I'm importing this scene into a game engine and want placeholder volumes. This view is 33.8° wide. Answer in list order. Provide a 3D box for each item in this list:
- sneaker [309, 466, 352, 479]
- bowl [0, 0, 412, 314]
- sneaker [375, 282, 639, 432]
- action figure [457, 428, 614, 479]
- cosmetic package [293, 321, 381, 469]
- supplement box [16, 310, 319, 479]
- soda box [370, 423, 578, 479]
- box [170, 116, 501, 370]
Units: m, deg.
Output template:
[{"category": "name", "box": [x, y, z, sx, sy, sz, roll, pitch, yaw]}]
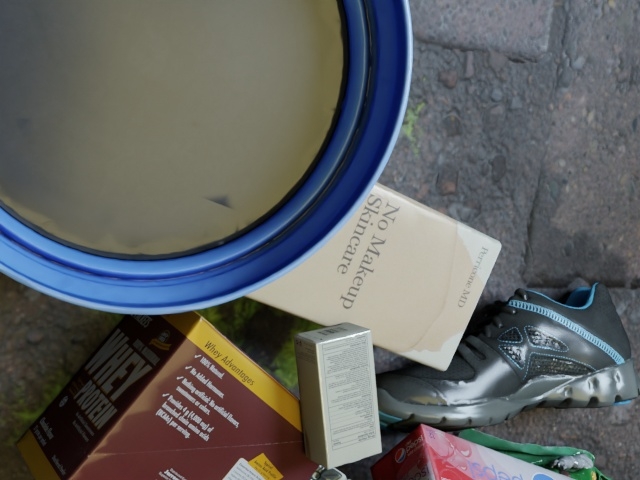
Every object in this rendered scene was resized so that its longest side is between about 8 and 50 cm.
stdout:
[{"category": "sneaker", "box": [0.027, 0.345, 1.074, 0.330, 0.147, 0.130, 46, 66, -7]}, {"category": "bowl", "box": [-0.128, -0.142, 0.791, 0.391, 0.077, 0.391, -2, 98, -15]}, {"category": "sneaker", "box": [0.185, 0.127, 1.132, 0.341, 0.125, 0.139, -5, 82, -28]}, {"category": "action figure", "box": [0.255, 0.285, 1.221, 0.232, 0.063, 0.137, 5, 99, -31]}, {"category": "cosmetic package", "box": [0.015, 0.135, 0.922, 0.060, 0.041, 0.115, -9, 101, -30]}, {"category": "supplement box", "box": [-0.128, 0.181, 0.954, 0.191, 0.129, 0.194, 44, 80, -28]}, {"category": "soda box", "box": [0.180, 0.276, 1.074, 0.263, 0.092, 0.083, 24, 124, -31]}, {"category": "box", "box": [0.000, 0.000, 0.983, 0.311, 0.121, 0.148, 22, 92, -30]}]
